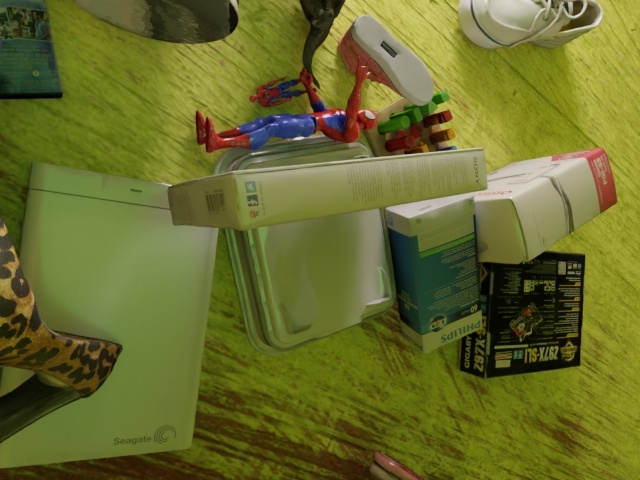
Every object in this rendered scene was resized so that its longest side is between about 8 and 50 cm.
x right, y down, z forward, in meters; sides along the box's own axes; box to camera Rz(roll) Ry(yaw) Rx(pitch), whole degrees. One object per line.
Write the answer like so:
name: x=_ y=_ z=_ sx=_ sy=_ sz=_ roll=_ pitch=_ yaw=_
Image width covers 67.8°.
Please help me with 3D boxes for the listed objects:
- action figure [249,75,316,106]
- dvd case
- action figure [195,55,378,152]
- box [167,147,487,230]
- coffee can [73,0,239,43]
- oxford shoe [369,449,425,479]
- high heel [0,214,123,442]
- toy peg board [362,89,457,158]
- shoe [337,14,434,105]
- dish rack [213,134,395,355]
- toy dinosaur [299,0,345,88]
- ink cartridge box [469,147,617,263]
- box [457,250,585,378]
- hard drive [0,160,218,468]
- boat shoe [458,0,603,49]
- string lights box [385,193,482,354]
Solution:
action figure: x=-0.060 y=-0.233 z=0.741 sx=0.115 sy=0.030 sz=0.038 roll=-25 pitch=108 yaw=-26
dvd case: x=-0.412 y=-0.286 z=0.533 sx=0.181 sy=0.022 sz=0.252 roll=-11 pitch=97 yaw=-29
action figure: x=-0.033 y=-0.204 z=0.693 sx=0.281 sy=0.091 sz=0.139 roll=-7 pitch=117 yaw=-26
box: x=0.004 y=-0.065 z=0.581 sx=0.322 sy=0.232 sz=0.058 roll=-10 pitch=98 yaw=-31
coffee can: x=-0.184 y=-0.411 z=0.563 sx=0.202 sy=0.202 sz=0.275 roll=7 pitch=88 yaw=-31
oxford shoe: x=0.177 y=0.512 z=0.843 sx=0.130 sy=0.123 sz=0.348 roll=-43 pitch=110 yaw=-17
high heel: x=-0.270 y=0.066 z=0.474 sx=0.186 sy=0.093 sz=0.261 roll=-32 pitch=141 yaw=-61
toy peg board: x=0.181 y=-0.180 z=0.855 sx=0.161 sy=0.079 sz=0.160 roll=-35 pitch=108 yaw=-25
shoe: x=0.108 y=-0.289 z=0.798 sx=0.178 sy=0.081 sz=0.063 roll=40 pitch=75 yaw=-15
dish rack: x=0.000 y=0.000 z=0.757 sx=0.286 sy=0.072 sz=0.332 roll=-15 pitch=100 yaw=-30
toy dinosaur: x=0.005 y=-0.399 z=0.715 sx=0.121 sy=0.160 sz=0.313 roll=-13 pitch=115 yaw=2
ink cartridge box: x=0.374 y=-0.067 z=0.897 sx=0.283 sy=0.207 sz=0.117 roll=-25 pitch=103 yaw=-28
box: x=0.437 y=0.146 z=1.016 sx=0.322 sy=0.079 sz=0.257 roll=3 pitch=91 yaw=-31
hard drive: x=-0.263 y=0.095 z=0.614 sx=0.233 sy=0.047 sz=0.352 roll=8 pitch=87 yaw=-30
boat shoe: x=0.454 y=-0.465 z=0.967 sx=0.367 sy=0.156 sz=0.135 roll=-6 pitch=94 yaw=-31
string lights box: x=0.202 y=0.054 z=0.832 sx=0.133 sy=0.077 sz=0.259 roll=-18 pitch=113 yaw=-19
